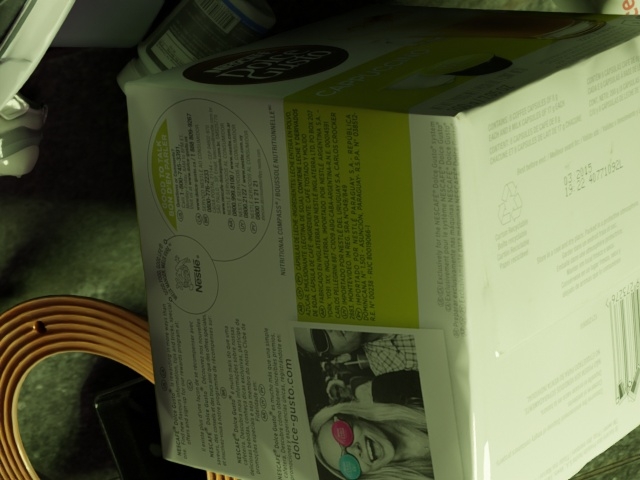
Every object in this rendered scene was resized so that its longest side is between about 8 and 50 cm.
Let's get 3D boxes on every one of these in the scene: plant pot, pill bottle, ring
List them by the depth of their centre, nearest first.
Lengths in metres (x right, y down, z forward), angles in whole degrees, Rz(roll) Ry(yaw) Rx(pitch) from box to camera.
[{"bbox_3d":[-0.111,-0.171,1.688,0.137,0.078,0.078,-45,135,15],"label":"pill bottle"},{"bbox_3d":[-0.197,0.198,1.848,0.032,0.337,0.336,-44,157,-52],"label":"ring"},{"bbox_3d":[-0.087,0.201,1.938,0.167,0.188,0.187,-19,177,-46],"label":"plant pot"}]

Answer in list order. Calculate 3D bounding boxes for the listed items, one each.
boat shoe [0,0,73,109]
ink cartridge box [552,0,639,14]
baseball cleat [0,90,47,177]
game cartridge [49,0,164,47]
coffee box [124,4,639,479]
[{"bbox_3d":[-0.230,-0.224,1.494,0.102,0.108,0.301,29,130,-8],"label":"boat shoe"},{"bbox_3d":[0.311,-0.319,1.695,0.270,0.197,0.198,-32,136,1],"label":"ink cartridge box"},{"bbox_3d":[-0.334,-0.108,1.645,0.206,0.072,0.109,2,114,-36],"label":"baseball cleat"},{"bbox_3d":[-0.193,-0.286,1.560,0.198,0.062,0.297,1,128,-23],"label":"game cartridge"},{"bbox_3d":[0.078,0.002,1.605,0.338,0.334,0.338,-25,116,-48],"label":"coffee box"}]
